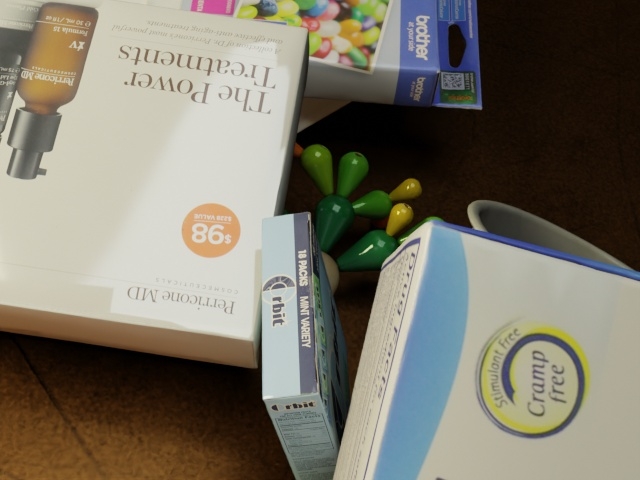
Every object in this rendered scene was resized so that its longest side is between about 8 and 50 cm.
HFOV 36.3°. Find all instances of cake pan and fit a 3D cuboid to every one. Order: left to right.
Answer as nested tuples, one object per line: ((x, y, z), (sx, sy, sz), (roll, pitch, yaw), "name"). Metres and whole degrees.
((0.239, 0.066, 0.826), (0.293, 0.054, 0.293), (27, 18, -10), "cake pan")

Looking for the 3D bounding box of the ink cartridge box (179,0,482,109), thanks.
((0.014, -0.228, 0.998), (0.311, 0.065, 0.186), (6, 56, -3), "ink cartridge box")

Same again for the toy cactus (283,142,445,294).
((0.000, 0.000, 0.900), (0.219, 0.112, 0.180), (19, 68, 0), "toy cactus")

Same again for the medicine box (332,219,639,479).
((0.082, 0.145, 0.538), (0.149, 0.289, 0.264), (14, 85, 1), "medicine box")

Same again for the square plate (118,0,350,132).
((-0.124, -0.236, 1.057), (0.347, 0.049, 0.344), (-33, 64, -24), "square plate")

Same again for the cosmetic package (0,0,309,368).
((-0.215, -0.064, 0.817), (0.377, 0.097, 0.284), (8, 70, 1), "cosmetic package")

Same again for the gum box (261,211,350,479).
((-0.007, 0.098, 0.740), (0.041, 0.184, 0.157), (-7, 50, 6), "gum box")
